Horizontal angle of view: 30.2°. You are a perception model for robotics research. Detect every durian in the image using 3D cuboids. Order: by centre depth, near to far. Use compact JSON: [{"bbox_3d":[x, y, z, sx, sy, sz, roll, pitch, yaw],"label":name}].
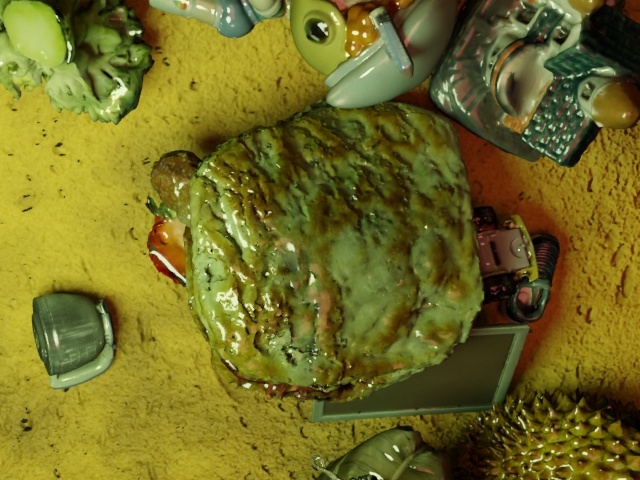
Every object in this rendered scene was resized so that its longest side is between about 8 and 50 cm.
[{"bbox_3d":[0.380,0.366,1.686,0.384,0.347,0.347,6,108,-18],"label":"durian"}]

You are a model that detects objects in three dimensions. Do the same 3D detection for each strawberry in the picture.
[{"bbox_3d":[-0.158,0.008,1.615,0.192,0.085,0.140,20,81,-11],"label":"strawberry"}]

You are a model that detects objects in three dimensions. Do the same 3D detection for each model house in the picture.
[{"bbox_3d":[0.301,-0.219,1.500,0.190,0.301,0.271,27,103,-22],"label":"model house"}]

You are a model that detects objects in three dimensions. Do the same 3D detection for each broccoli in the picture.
[{"bbox_3d":[-0.335,-0.260,1.422,0.288,0.245,0.248,27,112,-10],"label":"broccoli"}]

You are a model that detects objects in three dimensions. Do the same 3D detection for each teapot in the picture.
[{"bbox_3d":[-0.334,0.140,1.629,0.108,0.111,0.149,-12,104,-18],"label":"teapot"}]

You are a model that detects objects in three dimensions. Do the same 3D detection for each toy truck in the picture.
[{"bbox_3d":[0.159,0.047,1.658,0.286,0.111,0.136,-16,78,7],"label":"toy truck"}]

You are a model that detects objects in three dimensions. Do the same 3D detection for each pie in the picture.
[{"bbox_3d":[0.025,0.006,1.522,0.418,0.180,0.395,-14,83,-17],"label":"pie"}]

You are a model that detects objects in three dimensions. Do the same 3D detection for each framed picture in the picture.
[{"bbox_3d":[0.135,0.188,1.694,0.293,0.018,0.231,-3,142,-7],"label":"framed picture"}]

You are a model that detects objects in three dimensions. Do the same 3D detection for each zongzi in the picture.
[{"bbox_3d":[0.161,0.401,1.561,0.418,0.447,0.181,40,68,5],"label":"zongzi"}]

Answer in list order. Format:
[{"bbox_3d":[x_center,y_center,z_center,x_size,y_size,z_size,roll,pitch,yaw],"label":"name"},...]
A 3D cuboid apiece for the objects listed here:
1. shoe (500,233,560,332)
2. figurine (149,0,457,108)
[{"bbox_3d":[0.306,0.059,1.704,0.064,0.071,0.143,16,101,-13],"label":"shoe"},{"bbox_3d":[-0.021,-0.296,1.518,0.382,0.224,0.205,20,129,11],"label":"figurine"}]
